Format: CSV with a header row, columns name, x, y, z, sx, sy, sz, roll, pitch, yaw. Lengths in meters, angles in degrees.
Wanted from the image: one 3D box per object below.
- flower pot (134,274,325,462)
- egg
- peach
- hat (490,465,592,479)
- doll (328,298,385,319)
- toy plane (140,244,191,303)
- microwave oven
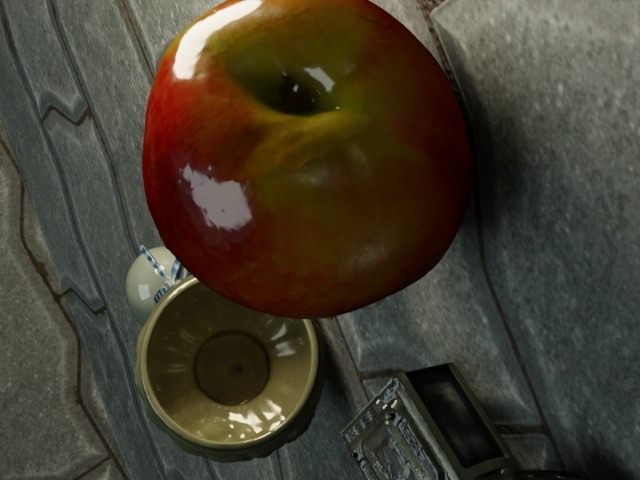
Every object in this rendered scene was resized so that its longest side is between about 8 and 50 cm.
name,x,y,z,sx,sy,sz,roll,pitch,yaw
flower pot,-0.139,0.202,2.042,0.244,0.307,0.307,100,145,-79
egg,-0.300,0.098,2.462,0.151,0.151,0.209,59,161,22
peach,-0.020,-0.087,1.414,0.388,0.388,0.388,49,150,40
hat,0.256,0.438,1.478,0.382,0.366,0.257,60,-149,-56
doll,0.000,0.000,1.745,0.237,0.111,0.252,133,122,-64
toy plane,-0.230,0.008,2.285,0.182,0.107,0.273,13,112,38
microwave oven,0.139,0.280,1.596,0.163,0.129,0.205,-51,59,34
